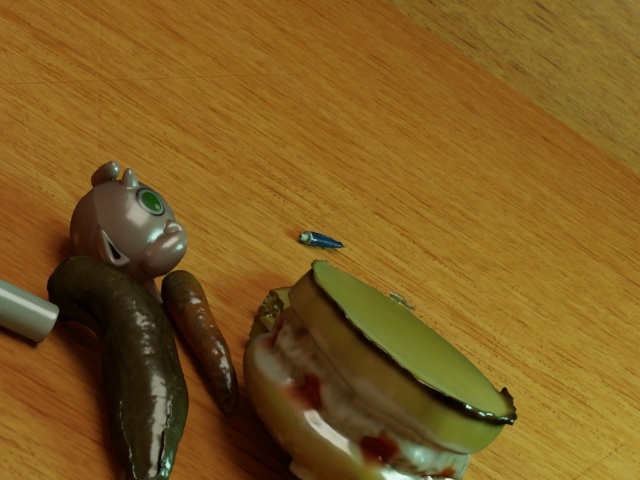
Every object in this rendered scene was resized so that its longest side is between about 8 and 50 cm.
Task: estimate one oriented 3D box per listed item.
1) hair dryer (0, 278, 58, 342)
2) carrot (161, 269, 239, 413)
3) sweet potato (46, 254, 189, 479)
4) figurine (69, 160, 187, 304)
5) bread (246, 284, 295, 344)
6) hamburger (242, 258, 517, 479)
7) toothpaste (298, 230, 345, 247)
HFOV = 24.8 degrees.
[{"bbox_3d":[-0.322,0.092,1.337,0.155,0.044,0.183,26,31,-23],"label":"hair dryer"},{"bbox_3d":[-0.125,0.107,1.575,0.047,0.047,0.191,12,37,-45],"label":"carrot"},{"bbox_3d":[-0.189,0.130,1.411,0.112,0.085,0.285,-10,55,-15],"label":"sweet potato"},{"bbox_3d":[-0.207,-0.008,1.568,0.125,0.125,0.138,16,44,-40],"label":"figurine"},{"bbox_3d":[-0.018,0.095,1.737,0.088,0.049,0.226,47,26,20],"label":"bread"},{"bbox_3d":[0.059,0.174,1.526,0.303,0.186,0.261,26,16,-36],"label":"hamburger"},{"bbox_3d":[0.000,0.000,1.972,0.027,0.019,0.083,26,10,42],"label":"toothpaste"}]
